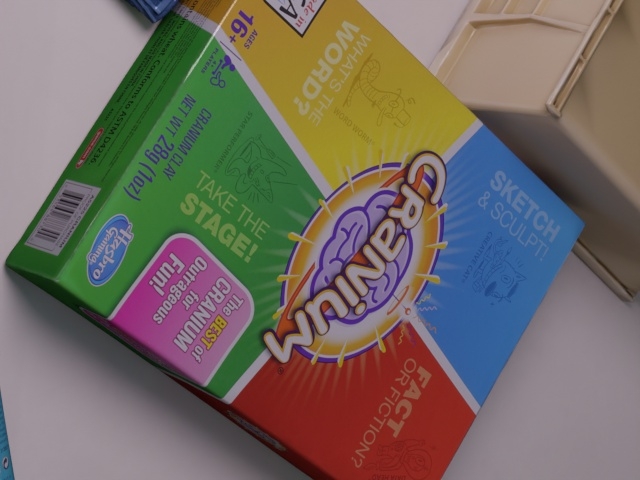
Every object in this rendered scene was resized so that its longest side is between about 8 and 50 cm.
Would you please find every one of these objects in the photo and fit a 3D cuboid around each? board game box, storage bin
[{"bbox_3d":[0.000,0.000,1.026,0.316,0.064,0.242,39,76,-35],"label":"board game box"},{"bbox_3d":[0.241,-0.124,1.145,0.262,0.123,0.260,40,74,-34],"label":"storage bin"}]

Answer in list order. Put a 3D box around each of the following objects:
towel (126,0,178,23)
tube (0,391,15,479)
[{"bbox_3d":[-0.111,-0.184,0.931,0.119,0.029,0.067,47,71,-33],"label":"towel"},{"bbox_3d":[-0.204,0.073,0.903,0.080,0.052,0.207,-17,104,-38],"label":"tube"}]
